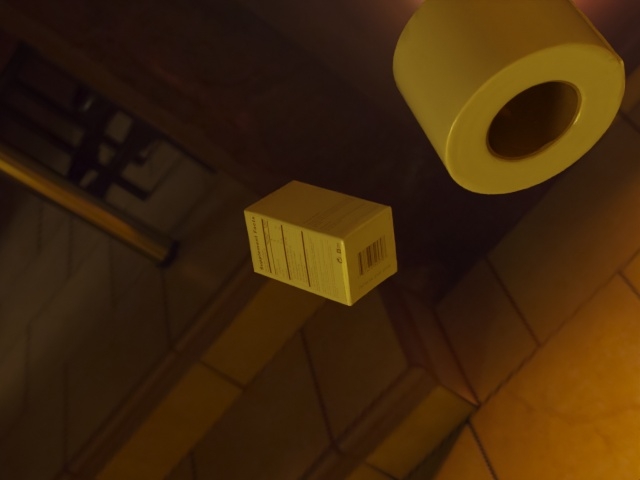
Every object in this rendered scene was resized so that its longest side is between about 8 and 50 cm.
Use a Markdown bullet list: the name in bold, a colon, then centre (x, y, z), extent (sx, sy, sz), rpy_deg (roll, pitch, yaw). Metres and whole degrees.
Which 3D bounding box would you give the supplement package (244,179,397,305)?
- **supplement package**: centre (0.000, 0.000, 1.434), extent (0.179, 0.105, 0.105), rpy_deg (18, 38, 38)

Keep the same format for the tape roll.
- **tape roll**: centre (0.233, -0.202, 1.333), extent (0.246, 0.246, 0.169), rpy_deg (-44, 50, 23)
